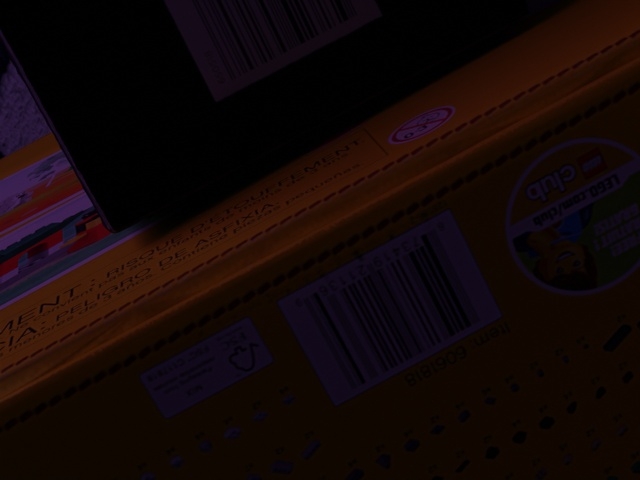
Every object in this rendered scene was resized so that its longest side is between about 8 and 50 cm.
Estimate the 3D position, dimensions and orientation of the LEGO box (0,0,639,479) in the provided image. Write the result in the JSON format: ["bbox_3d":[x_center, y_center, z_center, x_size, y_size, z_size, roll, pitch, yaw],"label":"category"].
[{"bbox_3d":[0.004,0.026,0.562,0.500,0.193,0.372,-28,18,0],"label":"LEGO box"}]

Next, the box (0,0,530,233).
[{"bbox_3d":[-0.033,-0.092,0.472,0.156,0.093,0.158,-28,19,-5],"label":"box"}]
